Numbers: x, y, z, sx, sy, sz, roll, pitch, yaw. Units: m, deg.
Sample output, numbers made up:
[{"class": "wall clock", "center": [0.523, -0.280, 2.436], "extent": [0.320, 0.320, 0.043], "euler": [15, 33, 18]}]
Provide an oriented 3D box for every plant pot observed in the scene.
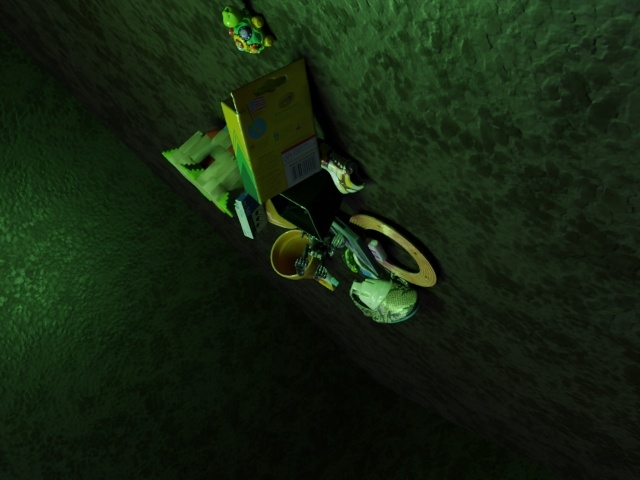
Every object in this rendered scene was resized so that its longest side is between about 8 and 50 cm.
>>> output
[{"class": "plant pot", "center": [-0.035, -0.142, 1.685], "extent": [0.187, 0.167, 0.188], "euler": [31, 163, 28]}, {"class": "plant pot", "center": [-0.078, 0.079, 2.402], "extent": [0.205, 0.205, 0.188], "euler": [31, 178, 31]}]

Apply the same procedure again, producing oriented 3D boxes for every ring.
[{"class": "ring", "center": [0.232, 0.027, 1.788], "extent": [0.336, 0.032, 0.337], "euler": [36, 165, 12]}]

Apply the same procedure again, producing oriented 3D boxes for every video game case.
[{"class": "video game case", "center": [0.092, -0.011, 1.904], "extent": [0.274, 0.026, 0.196], "euler": [43, 172, 48]}]

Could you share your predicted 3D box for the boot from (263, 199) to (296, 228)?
[{"class": "boot", "center": [-0.189, -0.170, 2.109], "extent": [0.295, 0.104, 0.211], "euler": [33, 157, 5]}]

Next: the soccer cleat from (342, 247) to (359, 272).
[{"class": "soccer cleat", "center": [0.109, 0.067, 2.142], "extent": [0.072, 0.060, 0.179], "euler": [33, 166, 28]}]

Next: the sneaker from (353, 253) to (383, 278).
[{"class": "sneaker", "center": [0.157, 0.089, 2.087], "extent": [0.152, 0.058, 0.084], "euler": [40, 158, -27]}]

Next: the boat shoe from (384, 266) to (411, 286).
[{"class": "boat shoe", "center": [0.267, 0.121, 1.951], "extent": [0.125, 0.038, 0.046], "euler": [31, 163, 29]}]

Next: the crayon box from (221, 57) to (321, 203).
[{"class": "crayon box", "center": [-0.112, -0.268, 1.350], "extent": [0.081, 0.202, 0.319], "euler": [41, 152, 37]}]

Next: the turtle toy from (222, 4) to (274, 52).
[{"class": "turtle toy", "center": [-0.171, -0.472, 1.262], "extent": [0.095, 0.066, 0.130], "euler": [26, 160, 41]}]

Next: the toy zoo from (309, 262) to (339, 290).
[{"class": "toy zoo", "center": [-0.028, 0.147, 2.746], "extent": [0.293, 0.030, 0.192], "euler": [32, 163, 30]}]

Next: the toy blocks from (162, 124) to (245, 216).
[{"class": "toy blocks", "center": [-0.319, -0.276, 1.858], "extent": [0.381, 0.261, 0.191], "euler": [37, 168, 40]}]

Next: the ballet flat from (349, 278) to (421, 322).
[{"class": "ballet flat", "center": [0.203, 0.210, 2.099], "extent": [0.182, 0.164, 0.483], "euler": [33, 170, -7]}]

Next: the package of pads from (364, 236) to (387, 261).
[{"class": "package of pads", "center": [0.177, 0.029, 1.799], "extent": [0.050, 0.032, 0.083], "euler": [30, 162, 47]}]

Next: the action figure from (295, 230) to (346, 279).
[{"class": "action figure", "center": [0.000, 0.000, 1.861], "extent": [0.164, 0.276, 0.141], "euler": [24, 132, -11]}]

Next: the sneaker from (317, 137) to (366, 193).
[{"class": "sneaker", "center": [0.052, -0.207, 1.508], "extent": [0.083, 0.070, 0.185], "euler": [-8, 132, 49]}]

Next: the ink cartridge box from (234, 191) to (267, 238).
[{"class": "ink cartridge box", "center": [-0.259, -0.110, 2.089], "extent": [0.046, 0.097, 0.207], "euler": [22, 147, 25]}]
